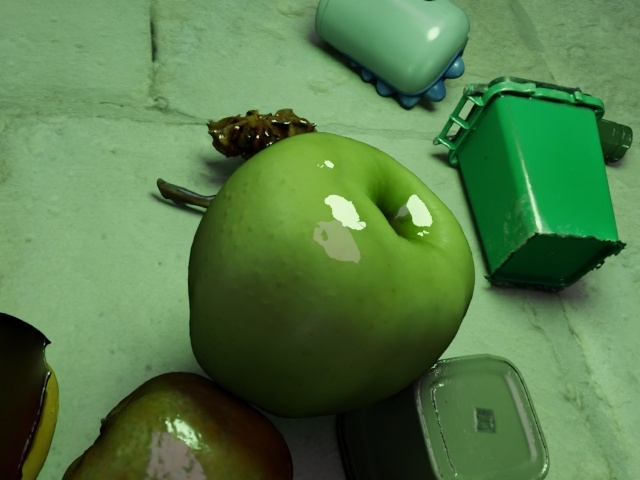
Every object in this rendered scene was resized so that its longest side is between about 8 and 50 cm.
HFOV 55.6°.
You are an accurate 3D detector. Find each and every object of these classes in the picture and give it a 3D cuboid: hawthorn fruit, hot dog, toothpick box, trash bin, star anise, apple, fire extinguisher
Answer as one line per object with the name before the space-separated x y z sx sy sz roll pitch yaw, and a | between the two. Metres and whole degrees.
hawthorn fruit | -0.152 0.317 0.733 0.301 0.267 0.267 29 52 3
hot dog | -0.442 0.268 0.779 0.194 0.107 0.326 18 61 9
toothpick box | 0.182 -0.478 1.425 0.355 0.263 0.263 38 54 11
trash bin | 0.167 0.276 0.852 0.220 0.250 0.219 -5 65 -20
star anise | -0.143 -0.166 1.148 0.346 0.148 0.237 -28 26 -17
trash bin | 0.410 -0.117 1.206 0.295 0.259 0.381 7 56 -12
apple | 0.004 0.048 0.769 0.358 0.357 0.357 8 53 -11
fire extinguisher | 0.578 -0.265 1.463 0.311 0.114 0.095 16 13 -6
